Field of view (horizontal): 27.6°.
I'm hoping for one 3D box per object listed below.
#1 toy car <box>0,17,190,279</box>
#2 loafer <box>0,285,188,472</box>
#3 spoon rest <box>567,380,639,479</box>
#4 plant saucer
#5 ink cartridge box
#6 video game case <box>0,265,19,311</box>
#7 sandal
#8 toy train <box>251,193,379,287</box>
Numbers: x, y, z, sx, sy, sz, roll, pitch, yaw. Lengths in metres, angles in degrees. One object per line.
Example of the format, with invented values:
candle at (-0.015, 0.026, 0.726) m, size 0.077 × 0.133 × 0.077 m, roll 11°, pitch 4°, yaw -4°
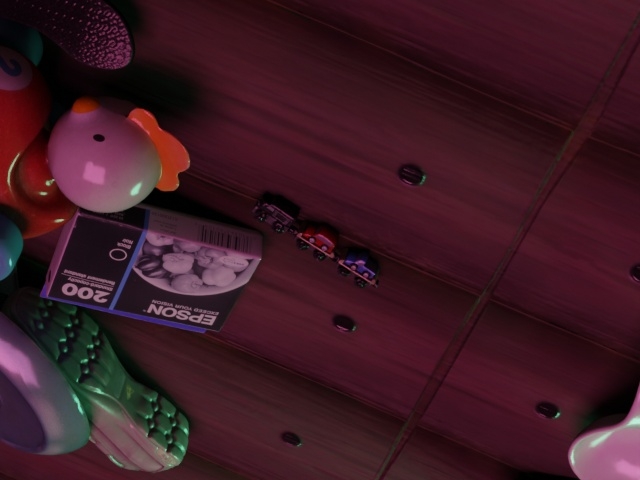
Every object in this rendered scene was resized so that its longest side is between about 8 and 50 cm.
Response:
toy car at (-0.242, -0.100, 1.261) m, size 0.237 × 0.219 × 0.210 m, roll -4°, pitch 130°, yaw 15°
loafer at (-0.295, 0.185, 1.626) m, size 0.111 × 0.112 × 0.319 m, roll -22°, pitch 121°, yaw 28°
spoon rest at (0.340, 0.196, 1.380) m, size 0.137 × 0.084 × 0.276 m, roll 12°, pitch 135°, yaw 12°
plant saucer at (-0.419, 0.160, 1.599) m, size 0.317 × 0.044 × 0.318 m, roll 27°, pitch 147°, yaw 19°
ink cartridge box at (-0.194, 0.042, 1.451) m, size 0.206 × 0.045 × 0.208 m, roll 13°, pitch 140°, yaw -16°
video game case at (-0.465, 0.045, 1.630) m, size 0.190 × 0.022 × 0.173 m, roll 15°, pitch 136°, yaw 9°
sandal at (-0.250, -0.223, 1.264) m, size 0.179 × 0.040 × 0.067 m, roll 27°, pitch 111°, yaw 15°
toy train at (0.000, 0.000, 1.381) m, size 0.158 × 0.027 × 0.036 m, roll 33°, pitch 125°, yaw -9°
